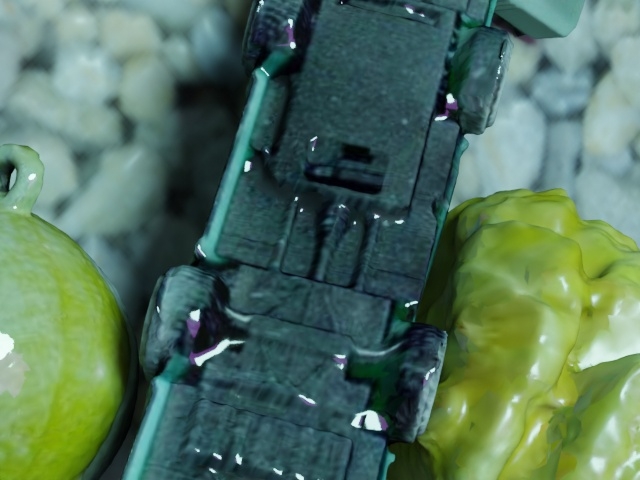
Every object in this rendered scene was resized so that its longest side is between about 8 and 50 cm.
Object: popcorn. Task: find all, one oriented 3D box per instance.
[{"bbox_3d":[0.063,0.079,0.680,0.173,0.168,0.195,14,123,-35],"label":"popcorn"}]

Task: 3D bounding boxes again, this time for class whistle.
[{"bbox_3d":[-0.124,0.077,0.590,0.123,0.123,0.223,16,96,-30],"label":"whistle"}]

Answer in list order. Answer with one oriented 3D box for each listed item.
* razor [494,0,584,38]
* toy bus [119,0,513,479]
[{"bbox_3d":[-0.005,-0.146,0.684,0.278,0.056,0.111,25,76,-28],"label":"razor"},{"bbox_3d":[0.000,0.000,0.610,0.091,0.109,0.262,18,56,-1],"label":"toy bus"}]
